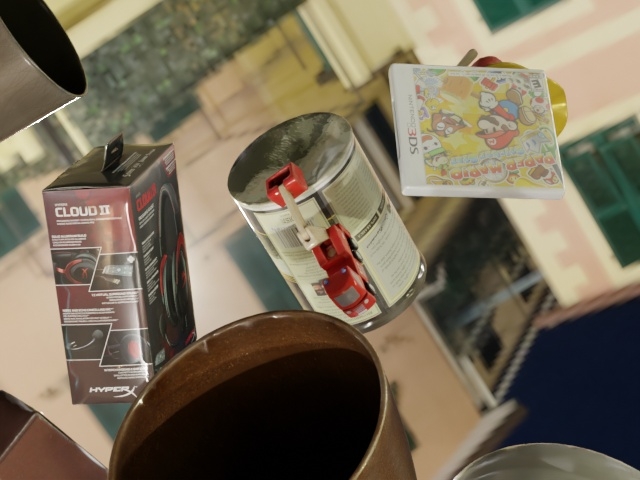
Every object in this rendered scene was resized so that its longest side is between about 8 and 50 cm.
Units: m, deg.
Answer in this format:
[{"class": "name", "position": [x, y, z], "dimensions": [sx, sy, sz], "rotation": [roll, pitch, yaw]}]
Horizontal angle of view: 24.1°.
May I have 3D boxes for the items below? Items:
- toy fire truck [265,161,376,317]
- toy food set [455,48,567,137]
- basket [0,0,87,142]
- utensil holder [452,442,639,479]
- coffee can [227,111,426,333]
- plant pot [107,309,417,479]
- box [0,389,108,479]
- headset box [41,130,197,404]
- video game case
[{"class": "toy fire truck", "position": [0.000, 0.000, 1.972], "dimensions": [0.047, 0.135, 0.192], "rotation": [-35, -136, 16]}, {"class": "toy food set", "position": [0.273, -0.223, 2.288], "dimensions": [0.128, 0.218, 0.071], "rotation": [-58, -157, 23]}, {"class": "basket", "position": [-0.404, -0.174, 1.689], "dimensions": [0.227, 0.204, 0.154], "rotation": [-37, 158, 15]}, {"class": "utensil holder", "position": [0.189, 0.437, 1.459], "dimensions": [0.327, 0.328, 0.385], "rotation": [-21, -166, 36]}, {"class": "coffee can", "position": [0.013, -0.022, 2.221], "dimensions": [0.201, 0.275, 0.201], "rotation": [-20, -145, 15]}, {"class": "plant pot", "position": [-0.009, 0.206, 1.125], "dimensions": [0.215, 0.230, 0.215], "rotation": [-17, -138, 16]}, {"class": "box", "position": [-0.421, 0.392, 1.809], "dimensions": [0.381, 0.191, 0.143], "rotation": [-51, -149, -13]}, {"class": "headset box", "position": [-0.236, 0.020, 1.792], "dimensions": [0.110, 0.293, 0.218], "rotation": [-3, -164, 9]}, {"class": "video game case", "position": [0.214, -0.152, 2.071], "dimensions": [0.227, 0.206, 0.026], "rotation": [1, 151, -11]}]
